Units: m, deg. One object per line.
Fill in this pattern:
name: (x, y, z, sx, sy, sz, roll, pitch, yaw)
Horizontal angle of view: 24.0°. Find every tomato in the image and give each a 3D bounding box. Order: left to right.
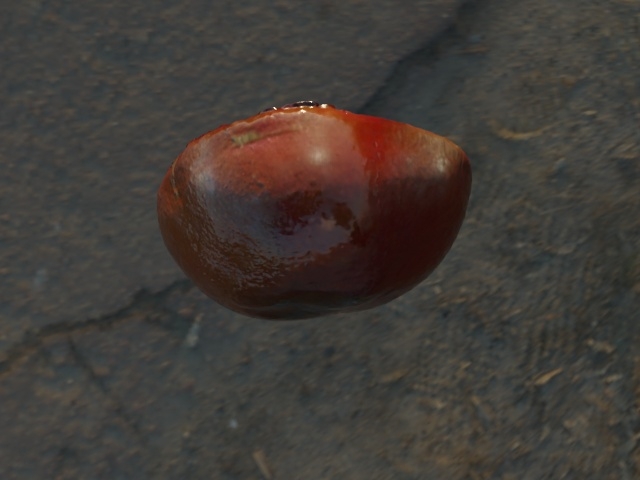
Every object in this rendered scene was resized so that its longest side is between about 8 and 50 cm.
tomato: (0.000, 0.000, 0.716, 0.156, 0.155, 0.069, -14, 66, 26)
